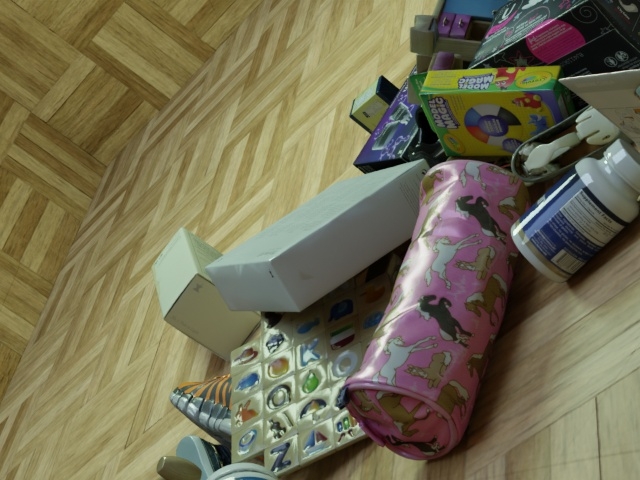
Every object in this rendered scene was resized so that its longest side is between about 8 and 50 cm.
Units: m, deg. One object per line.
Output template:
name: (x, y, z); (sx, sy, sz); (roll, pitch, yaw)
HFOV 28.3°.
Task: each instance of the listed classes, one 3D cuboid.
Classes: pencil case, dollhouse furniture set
pencil case: (0.151, 0.077, 1.590); (0.167, 0.160, 0.386); (12, 56, 20)
dollhouse furniture set: (0.251, -0.389, 1.838); (0.286, 0.198, 0.303); (-68, -19, -45)

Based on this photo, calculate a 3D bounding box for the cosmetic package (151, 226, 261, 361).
cosmetic package: (-0.222, 0.097, 2.424); (0.113, 0.160, 0.309); (-52, 18, 7)

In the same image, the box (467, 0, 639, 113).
box: (0.351, -0.267, 1.702); (0.247, 0.163, 0.142); (-25, 30, 54)

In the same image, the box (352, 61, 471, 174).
box: (0.190, -0.207, 2.077); (0.261, 0.103, 0.184); (-58, 22, -13)

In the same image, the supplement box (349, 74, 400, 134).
supplement box: (0.112, -0.243, 2.340); (0.083, 0.083, 0.056); (-38, 24, 36)

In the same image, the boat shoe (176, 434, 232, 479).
boat shoe: (-0.155, 0.379, 1.933); (0.065, 0.083, 0.183); (-44, 48, 26)

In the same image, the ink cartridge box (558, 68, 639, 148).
ink cartridge box: (0.394, -0.113, 1.213); (0.060, 0.239, 0.275); (-57, 19, -9)

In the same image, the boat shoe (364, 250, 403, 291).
boat shoe: (0.084, 0.087, 1.908); (0.056, 0.048, 0.153); (-1, 59, 46)

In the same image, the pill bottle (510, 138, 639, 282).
pill bottle: (0.314, -0.037, 1.493); (0.169, 0.094, 0.094); (-45, 20, 21)

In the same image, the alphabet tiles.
alphabet tiles: (-0.012, 0.184, 1.832); (0.285, 0.011, 0.343); (-29, 36, 18)

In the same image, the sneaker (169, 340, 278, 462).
sneaker: (-0.111, 0.238, 2.010); (0.180, 0.124, 0.321); (-54, 29, -16)

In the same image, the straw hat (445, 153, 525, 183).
straw hat: (0.245, -0.081, 1.769); (0.144, 0.061, 0.144); (-14, 36, 10)

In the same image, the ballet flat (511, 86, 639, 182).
ballet flat: (0.333, -0.130, 1.619); (0.213, 0.072, 0.068); (-32, -14, 39)

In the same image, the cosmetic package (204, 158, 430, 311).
cosmetic package: (0.000, 0.000, 1.970); (0.284, 0.097, 0.377); (-31, 7, -17)

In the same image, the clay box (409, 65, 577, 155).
clay box: (0.232, -0.173, 1.728); (0.222, 0.127, 0.053); (1, 51, 30)

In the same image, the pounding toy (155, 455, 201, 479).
pounding toy: (-0.197, 0.435, 1.823); (0.155, 0.154, 0.270); (-106, 36, -67)

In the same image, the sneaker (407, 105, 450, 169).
sneaker: (0.222, -0.195, 1.925); (0.276, 0.135, 0.097); (-59, 18, -18)

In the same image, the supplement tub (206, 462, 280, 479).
supplement tub: (-0.093, 0.388, 1.631); (0.144, 0.144, 0.200); (-50, 20, 10)
